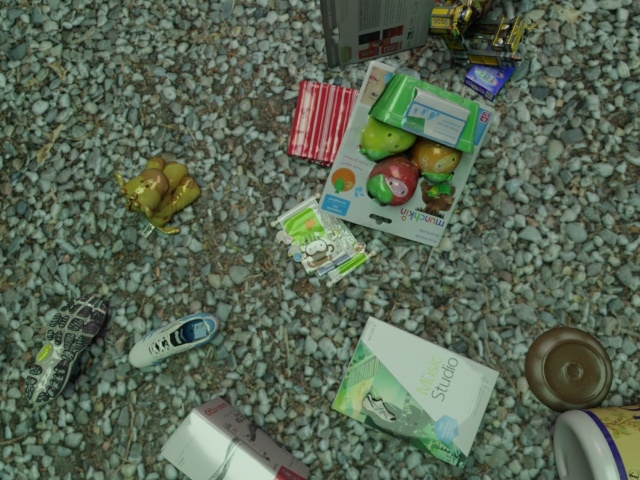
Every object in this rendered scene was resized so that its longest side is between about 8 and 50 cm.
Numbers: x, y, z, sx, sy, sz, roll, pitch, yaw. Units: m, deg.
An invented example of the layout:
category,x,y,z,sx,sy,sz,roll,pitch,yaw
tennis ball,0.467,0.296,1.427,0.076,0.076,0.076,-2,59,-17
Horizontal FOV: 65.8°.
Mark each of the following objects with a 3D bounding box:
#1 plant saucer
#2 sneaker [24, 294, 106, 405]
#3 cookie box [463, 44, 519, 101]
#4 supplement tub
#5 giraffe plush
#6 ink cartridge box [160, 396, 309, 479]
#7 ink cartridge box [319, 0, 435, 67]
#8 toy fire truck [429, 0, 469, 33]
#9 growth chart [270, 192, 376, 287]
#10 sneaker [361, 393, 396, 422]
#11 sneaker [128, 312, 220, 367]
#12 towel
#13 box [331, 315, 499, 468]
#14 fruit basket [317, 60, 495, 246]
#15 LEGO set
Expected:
category,x,y,z,sx,sy,sz,roll,pitch,yaw
plant saucer,0.575,0.299,1.135,0.198,0.036,0.198,-1,80,3
sneaker,-0.617,0.258,1.195,0.107,0.110,0.275,27,65,-9
cookie box,0.437,-0.428,1.267,0.092,0.040,0.107,38,85,11
supplement tub,0.679,0.454,0.996,0.331,0.241,0.241,-6,80,3
giraffe plush,-0.416,-0.117,1.210,0.181,0.170,0.210,18,82,7
ink cartridge box,-0.175,0.478,1.070,0.283,0.207,0.117,35,83,9
ink cartridge box,0.124,-0.570,1.179,0.272,0.309,0.130,-15,79,1
toy fire truck,0.359,-0.635,1.306,0.135,0.047,0.192,6,81,4
growth chart,0.000,0.000,1.237,0.172,0.021,0.237,-41,79,-2
sneaker,0.135,0.373,1.099,0.083,0.032,0.037,29,85,8
sneaker,-0.357,0.237,1.189,0.237,0.086,0.085,-25,81,1
towel,0.059,-0.278,1.232,0.275,0.031,0.199,15,100,13
box,0.215,0.342,1.142,0.322,0.058,0.232,22,83,9
fruit basket,0.200,-0.180,1.123,0.327,0.165,0.353,17,101,-15
LEGO set,0.418,-0.568,1.156,0.192,0.255,0.331,20,78,33
